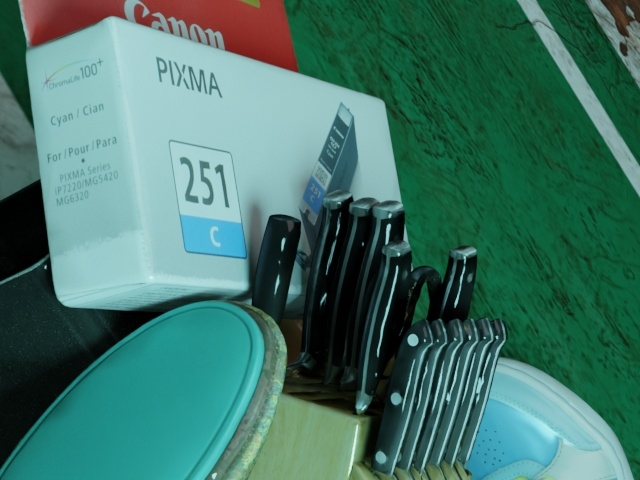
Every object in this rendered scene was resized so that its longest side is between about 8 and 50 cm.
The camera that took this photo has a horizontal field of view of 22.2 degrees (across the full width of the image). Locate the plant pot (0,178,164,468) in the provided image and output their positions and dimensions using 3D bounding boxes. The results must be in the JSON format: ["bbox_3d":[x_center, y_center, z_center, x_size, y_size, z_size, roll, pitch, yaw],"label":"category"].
[{"bbox_3d":[-0.139,0.062,0.961,0.167,0.187,0.188,56,31,-17],"label":"plant pot"}]

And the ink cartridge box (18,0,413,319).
[{"bbox_3d":[-0.057,-0.088,0.942,0.296,0.066,0.261,7,70,-60],"label":"ink cartridge box"}]

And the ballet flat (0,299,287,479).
[{"bbox_3d":[-0.132,0.181,0.803,0.123,0.123,0.348,45,69,-16],"label":"ballet flat"}]

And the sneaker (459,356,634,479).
[{"bbox_3d":[0.173,0.249,1.237,0.319,0.127,0.208,55,31,0],"label":"sneaker"}]

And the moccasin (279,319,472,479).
[{"bbox_3d":[0.016,0.142,1.134,0.380,0.139,0.147,42,43,-4],"label":"moccasin"}]

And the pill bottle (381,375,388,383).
[{"bbox_3d":[0.038,0.195,0.982,0.123,0.122,0.219,-16,88,-56],"label":"pill bottle"}]

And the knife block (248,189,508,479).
[{"bbox_3d":[-0.012,0.119,0.873,0.088,0.275,0.242,4,53,-51],"label":"knife block"}]
